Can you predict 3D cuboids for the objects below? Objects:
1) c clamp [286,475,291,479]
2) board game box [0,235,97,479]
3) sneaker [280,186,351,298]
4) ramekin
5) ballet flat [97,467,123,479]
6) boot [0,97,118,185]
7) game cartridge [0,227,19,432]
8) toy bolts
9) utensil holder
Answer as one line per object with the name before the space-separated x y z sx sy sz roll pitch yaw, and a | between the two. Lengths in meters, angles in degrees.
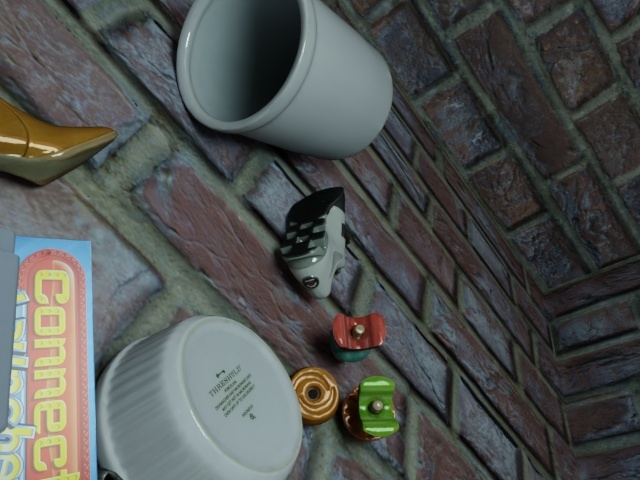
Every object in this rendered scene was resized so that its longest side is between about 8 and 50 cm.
c clamp | -0.072 0.411 0.758 0.137 0.022 0.161 17 52 -49
board game box | -0.347 0.143 0.410 0.301 0.086 0.309 5 69 -41
sneaker | 0.000 0.000 1.138 0.331 0.122 0.146 -69 142 -54
ramekin | -0.138 0.220 0.663 0.273 0.127 0.273 45 22 -23
ballet flat | -0.192 0.308 0.524 0.173 0.049 0.057 58 36 -7
boot | -0.415 -0.164 0.643 0.211 0.104 0.295 56 35 -9
game cartridge | -0.337 0.054 0.303 0.294 0.060 0.196 23 52 -56
toy bolts | 0.035 0.259 0.987 0.218 0.158 0.229 5 63 -7
utensil holder | -0.056 -0.360 1.127 0.385 0.327 0.328 4 62 -57
